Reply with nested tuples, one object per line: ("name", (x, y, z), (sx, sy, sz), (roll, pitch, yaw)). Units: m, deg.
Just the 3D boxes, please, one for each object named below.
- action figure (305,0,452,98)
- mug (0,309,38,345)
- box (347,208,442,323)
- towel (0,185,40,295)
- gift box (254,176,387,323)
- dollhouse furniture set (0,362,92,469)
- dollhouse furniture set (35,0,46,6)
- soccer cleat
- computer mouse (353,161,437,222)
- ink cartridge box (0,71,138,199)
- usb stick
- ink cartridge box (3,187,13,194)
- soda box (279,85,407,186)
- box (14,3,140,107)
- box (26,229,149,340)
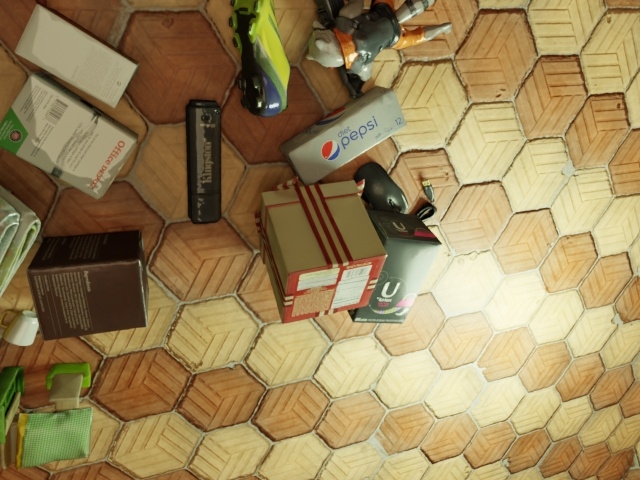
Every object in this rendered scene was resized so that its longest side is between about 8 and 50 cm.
("action figure", (0.099, -0.488, 0.938), (0.330, 0.178, 0.341), (-39, 121, -11))
("mug", (-0.672, 0.190, 1.013), (0.078, 0.062, 0.064), (27, 93, -34))
("box", (0.172, 0.073, 1.192), (0.165, 0.143, 0.270), (4, 122, -22))
("towel", (-0.709, -0.008, 0.805), (0.374, 0.090, 0.321), (34, 96, 9))
("gift box", (0.000, 0.000, 1.042), (0.255, 0.258, 0.276), (-7, 143, -20))
("dollhouse furniture set", (-0.661, 0.463, 1.080), (0.197, 0.151, 0.302), (4, 111, -21))
("dollhouse furniture set", (-0.544, -0.590, 0.696), (0.201, 0.152, 0.374), (2, 94, -20))
("soccer cleat", (-0.117, -0.410, 0.954), (0.121, 0.093, 0.289), (-21, 118, -45))
("computer mouse", (0.215, -0.117, 1.200), (0.184, 0.060, 0.262), (-37, 120, -1))
("ink cartridge box", (-0.491, -0.202, 0.892), (0.208, 0.087, 0.153), (34, 97, -28))
("usb stick", (-0.260, -0.170, 1.013), (0.077, 0.045, 0.278), (-2, 112, -18))
("ink cartridge box", (-0.670, -0.036, 0.891), (0.056, 0.099, 0.135), (27, 102, -33))
("soda box", (0.053, -0.248, 1.066), (0.286, 0.091, 0.098), (-33, 121, -4))
("box", (-0.435, -0.335, 0.830), (0.170, 0.130, 0.091), (28, 101, -28))
("box", (-0.485, 0.089, 0.973), (0.203, 0.168, 0.167), (-5, 113, -18))
